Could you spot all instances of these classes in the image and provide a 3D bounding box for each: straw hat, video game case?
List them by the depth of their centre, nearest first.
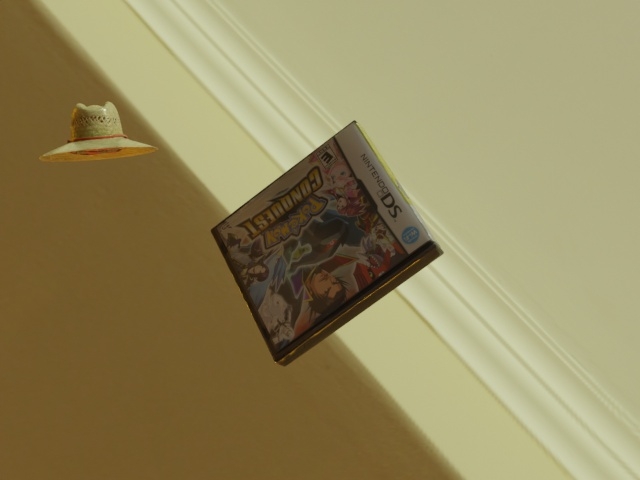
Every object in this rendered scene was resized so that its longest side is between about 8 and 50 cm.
[{"bbox_3d":[-0.256,-0.128,1.124,0.144,0.144,0.061,-6,-88,18],"label":"straw hat"},{"bbox_3d":[0.000,0.000,1.382,0.274,0.035,0.248,-36,-122,10],"label":"video game case"}]
